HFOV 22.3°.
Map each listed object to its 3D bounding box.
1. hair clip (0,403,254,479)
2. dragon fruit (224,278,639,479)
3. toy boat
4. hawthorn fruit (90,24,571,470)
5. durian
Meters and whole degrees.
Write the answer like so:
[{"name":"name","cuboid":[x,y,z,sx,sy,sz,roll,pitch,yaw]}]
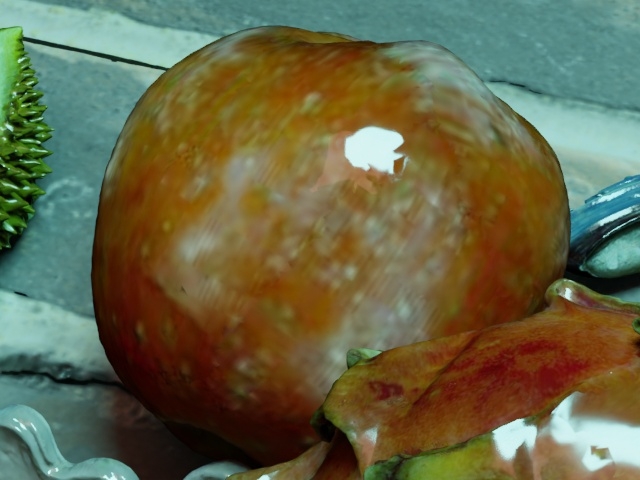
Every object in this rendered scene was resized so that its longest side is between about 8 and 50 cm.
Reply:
[{"name":"hair clip","cuboid":[-0.108,0.175,0.896,0.257,0.146,0.075,10,16,9]},{"name":"dragon fruit","cuboid":[0.119,0.146,0.734,0.315,0.250,0.250,-25,54,13]},{"name":"toy boat","cuboid":[0.201,-0.013,1.033,0.137,0.060,0.061,-24,31,-8]},{"name":"hawthorn fruit","cuboid":[0.000,0.000,0.922,0.284,0.284,0.284,-3,55,5]},{"name":"durian","cuboid":[-0.239,-0.030,1.077,0.095,0.137,0.221,35,48,-16]}]
